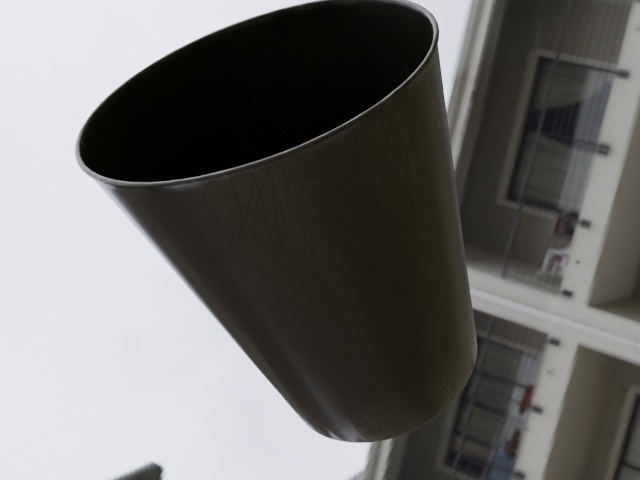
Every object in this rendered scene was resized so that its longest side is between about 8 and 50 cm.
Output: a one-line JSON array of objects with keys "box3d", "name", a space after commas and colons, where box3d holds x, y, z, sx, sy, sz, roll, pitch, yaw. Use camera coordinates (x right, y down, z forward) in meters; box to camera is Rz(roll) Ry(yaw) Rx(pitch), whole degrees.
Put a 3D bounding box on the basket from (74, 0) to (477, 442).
[{"box3d": [0.000, 0.000, 0.616, 0.154, 0.205, 0.226, -86, -22, -50], "name": "basket"}]
